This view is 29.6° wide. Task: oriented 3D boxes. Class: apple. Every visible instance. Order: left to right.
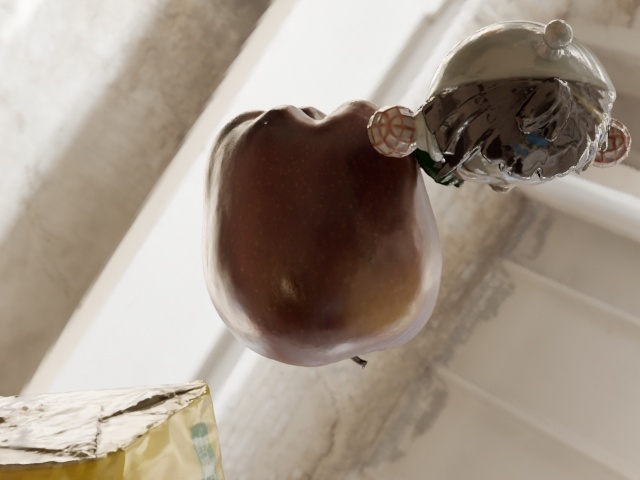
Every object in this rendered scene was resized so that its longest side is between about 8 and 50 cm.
[{"bbox_3d":[0.000,0.000,1.381,0.288,0.288,0.317,1,-80,43],"label":"apple"}]

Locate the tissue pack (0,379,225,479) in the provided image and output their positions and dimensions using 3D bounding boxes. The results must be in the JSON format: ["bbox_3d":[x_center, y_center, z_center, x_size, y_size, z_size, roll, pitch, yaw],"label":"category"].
[{"bbox_3d":[-0.214,0.317,0.947,0.293,0.228,0.382,-6,-80,21],"label":"tissue pack"}]

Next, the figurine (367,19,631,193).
[{"bbox_3d":[0.183,-0.129,1.271,0.370,0.281,0.167,164,-73,-79],"label":"figurine"}]
